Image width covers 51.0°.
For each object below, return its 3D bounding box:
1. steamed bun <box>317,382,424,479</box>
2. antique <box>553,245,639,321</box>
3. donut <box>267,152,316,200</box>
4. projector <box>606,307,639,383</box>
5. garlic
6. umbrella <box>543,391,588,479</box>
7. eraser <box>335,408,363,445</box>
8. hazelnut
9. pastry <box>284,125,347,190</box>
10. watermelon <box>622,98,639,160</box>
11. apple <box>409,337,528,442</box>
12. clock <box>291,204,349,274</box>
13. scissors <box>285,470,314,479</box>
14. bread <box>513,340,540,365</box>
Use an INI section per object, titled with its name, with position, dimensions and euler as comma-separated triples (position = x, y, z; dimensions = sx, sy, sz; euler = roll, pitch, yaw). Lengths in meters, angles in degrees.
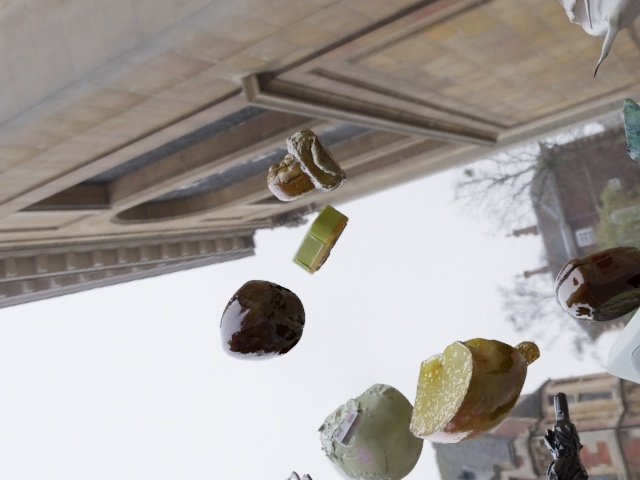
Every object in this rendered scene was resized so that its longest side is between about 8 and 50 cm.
[steamed bun]
position = 0.163, 0.653, 2.182
dimensions = 0.312, 0.334, 0.233
euler = 50, -157, 14
[antique]
position = 0.712, 0.110, 1.663
dimensions = 0.278, 0.223, 0.129
euler = 5, -136, -32
[donut]
position = -0.073, -0.225, 2.220
dimensions = 0.113, 0.227, 0.226
euler = 58, -146, -21
[projector]
position = 0.629, 0.180, 1.081
dimensions = 0.259, 0.257, 0.079
euler = 84, -154, -57
[garlic]
position = 0.548, -0.535, 1.369
dimensions = 0.231, 0.246, 0.340
euler = 27, -140, -1
[umbrella]
position = 0.658, 0.555, 1.797
dimensions = 0.118, 0.118, 0.340
euler = 53, -146, -31
[eraser]
position = 0.087, 0.564, 2.026
dimensions = 0.026, 0.065, 0.105
euler = 34, -97, -13
[hazelnut]
position = -0.158, 0.205, 1.716
dimensions = 0.234, 0.218, 0.218
euler = -4, -101, -49
[pastry]
position = -0.020, -0.245, 1.982
dimensions = 0.218, 0.100, 0.229
euler = 50, -177, -38
[watermelon]
position = 0.833, -0.296, 1.740
dimensions = 0.180, 0.081, 0.094
euler = 49, -134, -41
[apple]
position = 0.383, 0.384, 1.745
dimensions = 0.314, 0.309, 0.252
euler = -22, -100, -31
[clock]
position = 0.000, 0.000, 2.095
dimensions = 0.096, 0.202, 0.143
euler = 35, -134, 6
[scissors]
position = -0.047, 0.649, 1.596
dimensions = 0.015, 0.100, 0.189
euler = 7, -100, -48
[bread]
position = 0.663, 0.375, 2.190
dimensions = 0.083, 0.111, 0.044
euler = 48, -171, -16
